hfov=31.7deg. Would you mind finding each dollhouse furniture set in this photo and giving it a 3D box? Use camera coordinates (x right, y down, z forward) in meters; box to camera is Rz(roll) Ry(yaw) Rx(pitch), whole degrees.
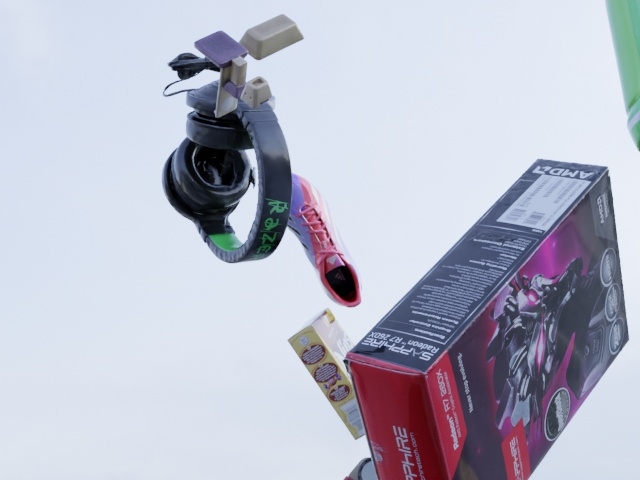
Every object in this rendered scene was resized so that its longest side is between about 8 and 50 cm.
[{"bbox_3d":[-0.054,-0.158,1.099,0.114,0.091,0.081,-32,-31,-33],"label":"dollhouse furniture set"}]

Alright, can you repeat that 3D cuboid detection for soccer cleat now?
[{"bbox_3d":[0.000,0.000,1.819,0.083,0.248,0.095,-30,21,-5],"label":"soccer cleat"}]

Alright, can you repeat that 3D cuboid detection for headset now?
[{"bbox_3d":[-0.129,-0.146,1.683,0.185,0.394,0.243,-7,-40,-32],"label":"headset"}]

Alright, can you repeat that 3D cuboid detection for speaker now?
[{"bbox_3d":[0.475,-0.270,1.587,0.131,0.296,0.131,-3,-23,-1],"label":"speaker"}]

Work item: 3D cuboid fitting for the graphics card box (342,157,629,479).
[{"bbox_3d":[0.183,0.106,1.119,0.094,0.233,0.371,9,37,37],"label":"graphics card box"}]

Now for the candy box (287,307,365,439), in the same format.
[{"bbox_3d":[0.033,0.203,1.739,0.053,0.187,0.109,-35,1,19],"label":"candy box"}]

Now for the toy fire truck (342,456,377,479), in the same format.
[{"bbox_3d":[0.091,0.510,1.833,0.246,0.217,0.158,-49,-22,-8],"label":"toy fire truck"}]
